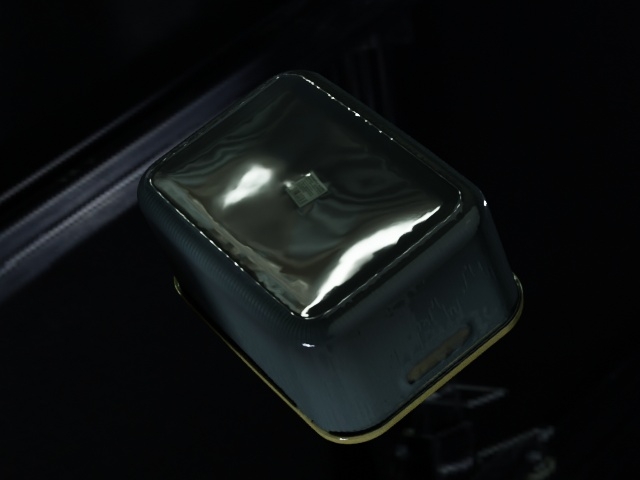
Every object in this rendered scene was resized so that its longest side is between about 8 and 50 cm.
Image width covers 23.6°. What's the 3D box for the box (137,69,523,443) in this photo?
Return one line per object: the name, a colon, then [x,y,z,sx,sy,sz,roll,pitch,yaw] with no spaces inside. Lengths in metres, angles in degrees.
box: [0.000,0.000,0.853,0.144,0.201,0.090,-37,-43,-12]
